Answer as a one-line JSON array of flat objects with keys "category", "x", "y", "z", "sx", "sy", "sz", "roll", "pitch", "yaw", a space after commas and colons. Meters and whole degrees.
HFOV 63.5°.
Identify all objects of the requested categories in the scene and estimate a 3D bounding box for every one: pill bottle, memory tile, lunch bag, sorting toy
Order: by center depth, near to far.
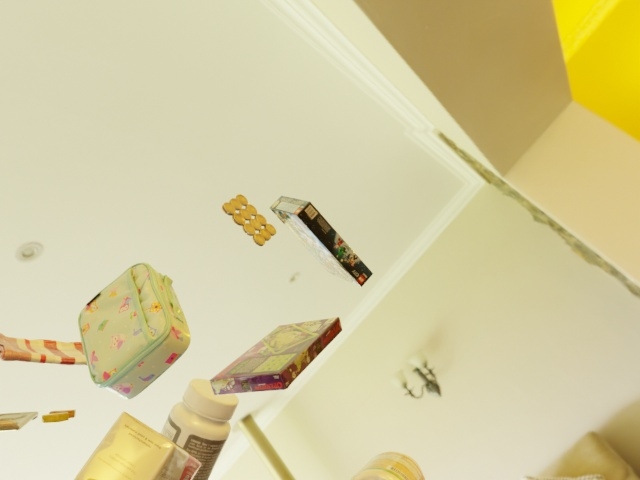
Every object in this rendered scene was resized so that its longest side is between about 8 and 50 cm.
[{"category": "pill bottle", "x": 0.135, "y": 0.498, "z": 1.021, "sx": 0.136, "sy": 0.136, "sz": 0.246, "roll": -46, "pitch": -21, "yaw": 6}, {"category": "lunch bag", "x": -0.412, "y": 0.184, "z": 1.145, "sx": 0.224, "sy": 0.279, "sz": 0.108, "roll": -42, "pitch": -44, "yaw": 1}, {"category": "sorting toy", "x": -0.789, "y": 0.460, "z": 1.286, "sx": 0.308, "sy": 0.041, "sz": 0.229, "roll": 2, "pitch": -12, "yaw": -16}, {"category": "memory tile", "x": -0.185, "y": -0.054, "z": 1.353, "sx": 0.012, "sy": 0.148, "sz": 0.113, "roll": -41, "pitch": 6, "yaw": 28}, {"category": "pill bottle", "x": -0.412, "y": 0.642, "z": 1.643, "sx": 0.360, "sy": 0.204, "sz": 0.204, "roll": -65, "pitch": -27, "yaw": -2}]

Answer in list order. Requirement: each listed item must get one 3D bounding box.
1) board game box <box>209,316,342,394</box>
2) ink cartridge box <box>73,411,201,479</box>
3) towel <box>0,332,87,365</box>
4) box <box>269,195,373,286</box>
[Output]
[{"category": "board game box", "x": -0.101, "y": 0.291, "z": 1.336, "sx": 0.208, "sy": 0.056, "sz": 0.347, "roll": -8, "pitch": 10, "yaw": 27}, {"category": "ink cartridge box", "x": -0.374, "y": 0.499, "z": 0.939, "sx": 0.306, "sy": 0.131, "sz": 0.226, "roll": -59, "pitch": -16, "yaw": -26}, {"category": "towel", "x": -0.697, "y": 0.302, "z": 1.403, "sx": 0.329, "sy": 0.237, "sz": 0.037, "roll": 17, "pitch": -99, "yaw": -39}, {"category": "box", "x": 0.000, "y": 0.000, "z": 1.173, "sx": 0.044, "sy": 0.159, "sz": 0.233, "roll": -48, "pitch": -65, "yaw": -12}]
